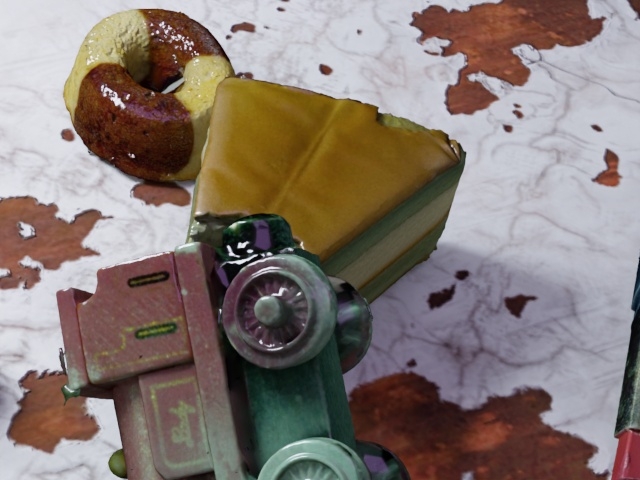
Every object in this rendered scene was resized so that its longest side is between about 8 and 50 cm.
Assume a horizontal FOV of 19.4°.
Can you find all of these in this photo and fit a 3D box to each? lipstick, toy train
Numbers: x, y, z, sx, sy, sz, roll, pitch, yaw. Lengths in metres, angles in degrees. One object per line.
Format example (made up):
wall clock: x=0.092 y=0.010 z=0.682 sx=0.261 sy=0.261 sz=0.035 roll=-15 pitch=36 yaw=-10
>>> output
lipstick: x=0.291 y=0.095 z=1.626 sx=0.051 sy=0.051 sz=0.312 roll=17 pitch=50 yaw=1
toy train: x=-0.065 y=0.139 z=1.395 sx=0.222 sy=0.150 sz=0.304 roll=-15 pitch=78 yaw=13

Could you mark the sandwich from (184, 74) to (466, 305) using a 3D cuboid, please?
sandwich: x=0.000 y=0.000 z=1.572 sx=0.227 sy=0.155 sz=0.198 roll=12 pitch=50 yaw=-4

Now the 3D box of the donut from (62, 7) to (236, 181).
donut: x=-0.150 y=-0.140 z=1.715 sx=0.166 sy=0.073 sz=0.184 roll=-5 pitch=49 yaw=-14
